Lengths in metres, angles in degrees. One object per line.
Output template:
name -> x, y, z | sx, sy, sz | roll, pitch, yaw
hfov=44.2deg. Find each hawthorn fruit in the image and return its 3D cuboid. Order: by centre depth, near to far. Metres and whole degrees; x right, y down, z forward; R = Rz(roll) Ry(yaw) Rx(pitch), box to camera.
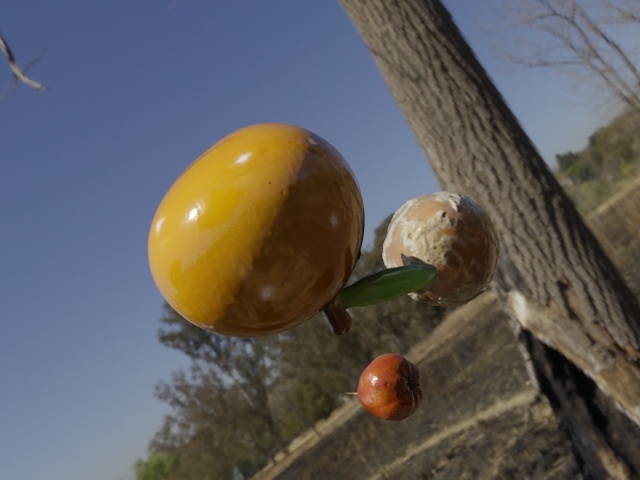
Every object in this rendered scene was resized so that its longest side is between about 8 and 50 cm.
hawthorn fruit -> 0.127, 0.276, 1.450 | 0.140, 0.125, 0.125 | -53, -15, 22

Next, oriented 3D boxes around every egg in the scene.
egg -> 0.199, 0.015, 1.307 | 0.195, 0.195, 0.233 | -36, -19, 3

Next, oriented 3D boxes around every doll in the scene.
doll -> -0.038, 0.013, 0.742 | 0.213, 0.236, 0.213 | -43, 10, 10

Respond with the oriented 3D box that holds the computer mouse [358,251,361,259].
computer mouse -> 0.000, 0.000, 1.183 | 0.047, 0.135, 0.079 | 134, 157, -71
